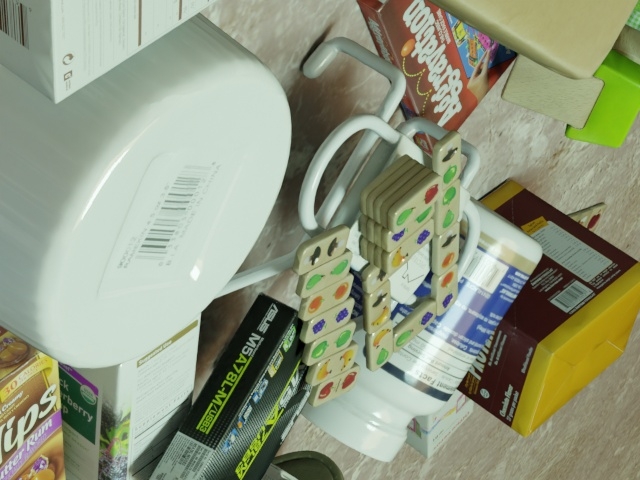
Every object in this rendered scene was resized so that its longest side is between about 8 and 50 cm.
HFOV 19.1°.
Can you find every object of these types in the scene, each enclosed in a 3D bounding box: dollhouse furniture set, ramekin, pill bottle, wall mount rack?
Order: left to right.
[{"bbox_3d":[-0.146,-0.044,1.327,0.277,0.135,0.277,-42,152,-28],"label":"ramekin"},{"bbox_3d":[0.000,0.000,1.656,0.304,0.130,0.350,-58,152,-2],"label":"wall mount rack"},{"bbox_3d":[0.088,0.076,1.873,0.264,0.153,0.153,-57,155,5],"label":"pill bottle"},{"bbox_3d":[0.269,-0.264,1.880,0.301,0.151,0.197,-72,-178,-49],"label":"dollhouse furniture set"}]

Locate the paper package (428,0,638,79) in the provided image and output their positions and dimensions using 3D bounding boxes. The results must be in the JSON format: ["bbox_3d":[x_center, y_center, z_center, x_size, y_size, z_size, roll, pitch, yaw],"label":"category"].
[{"bbox_3d":[0.163,-0.318,1.472,0.325,0.168,0.309,17,105,-58],"label":"paper package"}]

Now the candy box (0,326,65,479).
[{"bbox_3d":[-0.255,0.152,1.473,0.109,0.053,0.186,-38,149,-32],"label":"candy box"}]

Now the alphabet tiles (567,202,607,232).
[{"bbox_3d":[0.254,0.057,2.319,0.237,0.009,0.198,-16,135,-53],"label":"alphabet tiles"}]

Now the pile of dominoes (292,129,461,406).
[{"bbox_3d":[0.063,0.038,1.615,0.196,0.040,0.251,-40,149,-26],"label":"pile of dominoes"}]

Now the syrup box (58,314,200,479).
[{"bbox_3d":[-0.167,0.132,1.554,0.096,0.093,0.237,-36,149,-36],"label":"syrup box"}]

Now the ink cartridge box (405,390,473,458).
[{"bbox_3d":[0.134,0.182,2.205,0.088,0.052,0.122,-43,154,-25],"label":"ink cartridge box"}]

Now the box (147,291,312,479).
[{"bbox_3d":[-0.070,0.159,1.622,0.190,0.045,0.184,-59,162,-17],"label":"box"}]

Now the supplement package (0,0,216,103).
[{"bbox_3d":[-0.137,-0.188,1.199,0.179,0.105,0.105,-38,150,-33],"label":"supplement package"}]

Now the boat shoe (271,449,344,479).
[{"bbox_3d":[-0.091,0.337,1.947,0.307,0.111,0.104,-44,158,-2],"label":"boat shoe"}]

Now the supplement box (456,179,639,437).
[{"bbox_3d":[0.209,0.069,2.029,0.191,0.194,0.129,-34,148,-39],"label":"supplement box"}]

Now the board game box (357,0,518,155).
[{"bbox_3d":[0.115,-0.195,1.737,0.145,0.027,0.281,-50,155,-10],"label":"board game box"}]

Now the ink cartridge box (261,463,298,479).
[{"bbox_3d":[-0.097,0.349,1.764,0.066,0.261,0.296,35,83,-22],"label":"ink cartridge box"}]
